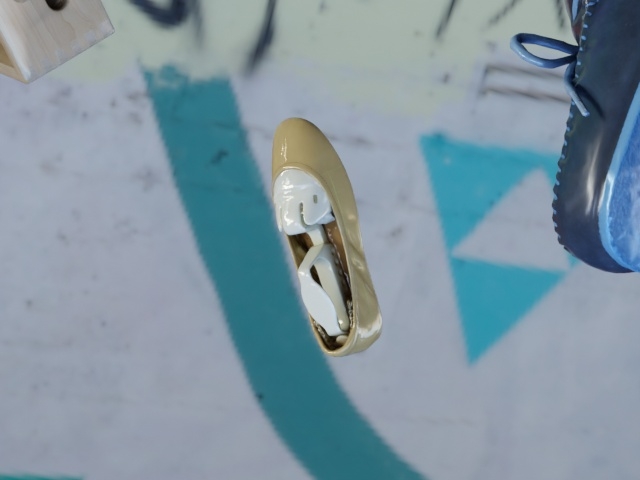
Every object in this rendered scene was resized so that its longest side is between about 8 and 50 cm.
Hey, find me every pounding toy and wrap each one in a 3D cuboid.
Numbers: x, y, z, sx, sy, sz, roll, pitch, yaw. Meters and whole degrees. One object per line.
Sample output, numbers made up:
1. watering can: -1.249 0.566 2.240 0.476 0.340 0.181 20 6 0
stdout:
1. pounding toy: -0.225 -0.217 1.284 0.094 0.181 0.206 -35 -150 -21

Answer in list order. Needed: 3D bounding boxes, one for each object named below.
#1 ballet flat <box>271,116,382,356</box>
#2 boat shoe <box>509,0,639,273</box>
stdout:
1. ballet flat: 0.000 0.000 1.629 0.080 0.232 0.073 -14 -170 35
2. boat shoe: 0.152 -0.101 0.773 0.089 0.258 0.109 6 152 40
